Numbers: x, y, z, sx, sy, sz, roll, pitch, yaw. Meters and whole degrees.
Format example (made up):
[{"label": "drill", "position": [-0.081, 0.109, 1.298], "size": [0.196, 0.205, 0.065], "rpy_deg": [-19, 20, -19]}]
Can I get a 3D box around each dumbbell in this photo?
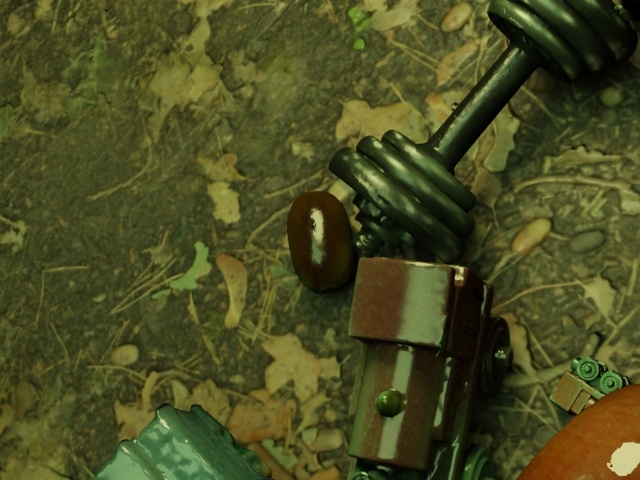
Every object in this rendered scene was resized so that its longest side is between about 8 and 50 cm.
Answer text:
[{"label": "dumbbell", "position": [0.172, -0.143, 1.265], "size": [0.179, 0.179, 0.406], "rpy_deg": [42, 95, 29]}]

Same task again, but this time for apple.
[{"label": "apple", "position": [0.276, 0.254, 1.059], "size": [0.206, 0.252, 0.271], "rpy_deg": [51, 124, 31]}]

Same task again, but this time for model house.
[{"label": "model house", "position": [-0.115, 0.388, 1.226], "size": [0.329, 0.252, 0.295], "rpy_deg": [42, 94, 24]}]

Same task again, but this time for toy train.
[{"label": "toy train", "position": [0.096, 0.164, 1.188], "size": [0.150, 0.221, 0.304], "rpy_deg": [6, 79, 25]}, {"label": "toy train", "position": [0.288, 0.162, 1.198], "size": [0.103, 0.044, 0.064], "rpy_deg": [33, 94, 32]}]

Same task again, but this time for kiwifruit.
[{"label": "kiwifruit", "position": [0.000, 0.000, 1.368], "size": [0.075, 0.075, 0.124], "rpy_deg": [-16, 65, 21]}]

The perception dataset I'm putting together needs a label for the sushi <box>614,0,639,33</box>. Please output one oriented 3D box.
[{"label": "sushi", "position": [0.416, -0.370, 1.136], "size": [0.285, 0.329, 0.327], "rpy_deg": [-6, 65, 28]}]
